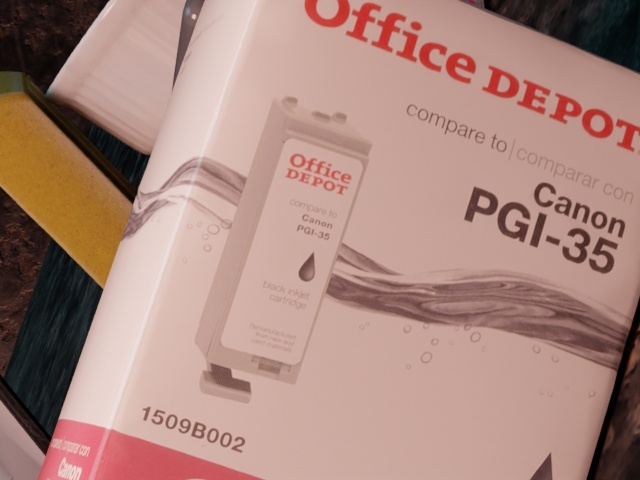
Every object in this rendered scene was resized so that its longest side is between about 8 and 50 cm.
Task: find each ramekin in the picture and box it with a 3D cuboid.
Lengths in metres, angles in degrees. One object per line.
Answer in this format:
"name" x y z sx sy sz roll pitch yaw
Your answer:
"ramekin" -0.158 -0.223 1.807 0.277 0.135 0.277 -52 8 10

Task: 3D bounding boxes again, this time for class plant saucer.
"plant saucer" -0.262 -0.059 1.809 0.081 0.333 0.333 -44 15 0

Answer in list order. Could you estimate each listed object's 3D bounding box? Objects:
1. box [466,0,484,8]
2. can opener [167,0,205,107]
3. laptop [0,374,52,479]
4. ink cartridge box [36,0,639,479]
"box" 0.016 -0.179 1.182 0.247 0.142 0.163 -90 25 -52
"can opener" -0.105 -0.151 1.623 0.280 0.074 0.093 105 178 -63
"laptop" -0.263 0.347 1.340 0.236 0.408 0.382 -38 -1 -27
"ink cartridge box" 0.014 0.036 0.735 0.117 0.207 0.283 167 122 -73
